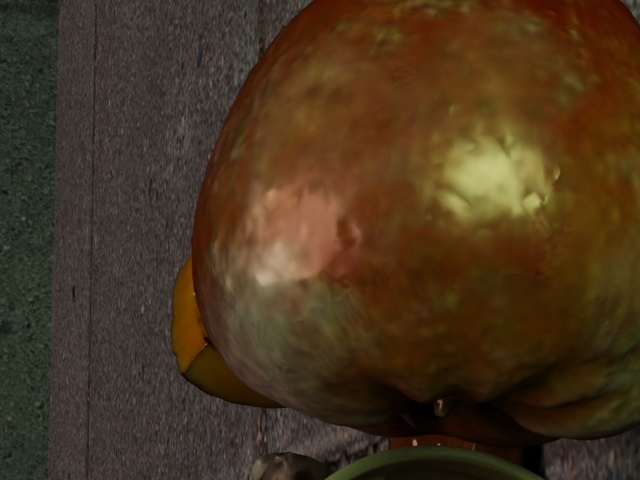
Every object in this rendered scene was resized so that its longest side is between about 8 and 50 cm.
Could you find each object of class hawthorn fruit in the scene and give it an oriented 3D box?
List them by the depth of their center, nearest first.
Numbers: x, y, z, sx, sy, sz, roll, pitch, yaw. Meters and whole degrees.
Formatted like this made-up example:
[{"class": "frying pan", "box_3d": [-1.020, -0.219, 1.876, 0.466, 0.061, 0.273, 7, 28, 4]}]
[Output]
[{"class": "hawthorn fruit", "box_3d": [0.073, -0.018, 0.789, 0.263, 0.235, 0.231, -52, 34, -10]}]

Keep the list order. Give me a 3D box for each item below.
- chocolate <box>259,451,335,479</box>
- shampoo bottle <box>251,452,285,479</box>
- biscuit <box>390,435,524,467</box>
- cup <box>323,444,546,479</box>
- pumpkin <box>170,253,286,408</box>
[{"class": "chocolate", "box_3d": [0.008, 0.264, 1.078, 0.254, 0.080, 0.157, -102, 23, -46]}, {"class": "shampoo bottle", "box_3d": [-0.010, 0.274, 1.239, 0.309, 0.071, 0.098, -107, 2, -47]}, {"class": "biscuit", "box_3d": [0.081, 0.163, 1.018, 0.186, 0.044, 0.295, 129, 141, -70]}, {"class": "cup", "box_3d": [0.001, 0.217, 0.819, 0.200, 0.253, 0.191, 124, 155, -52]}, {"class": "pumpkin", "box_3d": [0.005, -0.002, 1.208, 0.248, 0.126, 0.131, -54, 23, 29]}]
